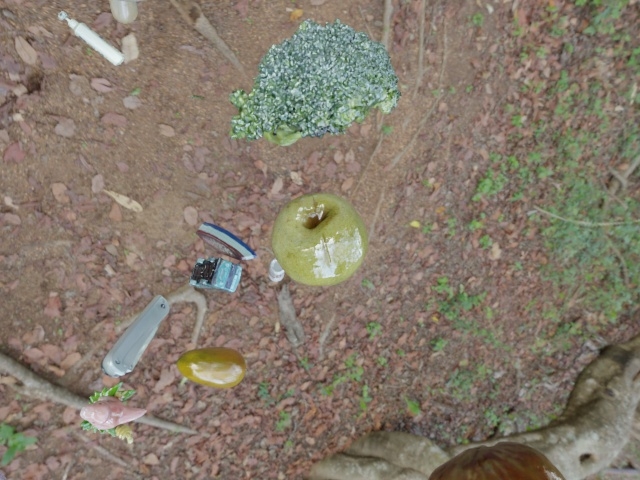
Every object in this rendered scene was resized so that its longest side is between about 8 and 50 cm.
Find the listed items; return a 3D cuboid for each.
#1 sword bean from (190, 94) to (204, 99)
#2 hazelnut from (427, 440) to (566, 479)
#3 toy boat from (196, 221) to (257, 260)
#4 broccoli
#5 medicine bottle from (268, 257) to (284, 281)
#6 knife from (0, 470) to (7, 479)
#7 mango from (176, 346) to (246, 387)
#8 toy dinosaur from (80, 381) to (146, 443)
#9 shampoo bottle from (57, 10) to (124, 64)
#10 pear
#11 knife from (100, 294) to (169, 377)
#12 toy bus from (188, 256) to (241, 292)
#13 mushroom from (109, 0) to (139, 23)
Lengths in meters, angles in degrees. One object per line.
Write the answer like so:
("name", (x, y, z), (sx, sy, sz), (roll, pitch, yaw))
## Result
("sword bean", (-0.390, -0.457, 1.363), (0.083, 0.012, 0.012), (-50, 160, -72))
("hazelnut", (0.288, 0.450, 0.704), (0.252, 0.217, 0.217), (-27, 139, 22))
("toy boat", (-0.278, 0.010, 1.249), (0.046, 0.229, 0.080), (-25, 132, -46))
("broccoli", (0.003, -0.319, 0.969), (0.353, 0.397, 0.274), (0, 88, 7))
("medicine bottle", (-0.151, 0.102, 1.480), (0.057, 0.057, 0.089), (-29, 163, -21))
("knife", (-0.516, 0.347, 0.639), (0.132, 0.038, 0.398), (27, 133, -3))
("mango", (-0.365, 0.441, 1.487), (0.255, 0.176, 0.139), (24, 67, -54))
("toy dinosaur", (-0.597, 0.481, 1.229), (0.194, 0.177, 0.152), (37, 56, -33))
("shampoo bottle", (-0.496, -0.439, 0.928), (0.141, 0.049, 0.034), (37, 103, -28))
("pear", (0.000, 0.000, 0.720), (0.167, 0.167, 0.136), (-30, 139, -20))
("knife", (-0.457, 0.238, 1.084), (0.041, 0.265, 0.073), (-30, 112, 23))
("toy bus", (-0.276, 0.092, 1.129), (0.092, 0.160, 0.079), (24, 71, -32))
("mushroom", (-0.445, -0.590, 0.939), (0.207, 0.207, 0.215), (-22, 161, -26))
